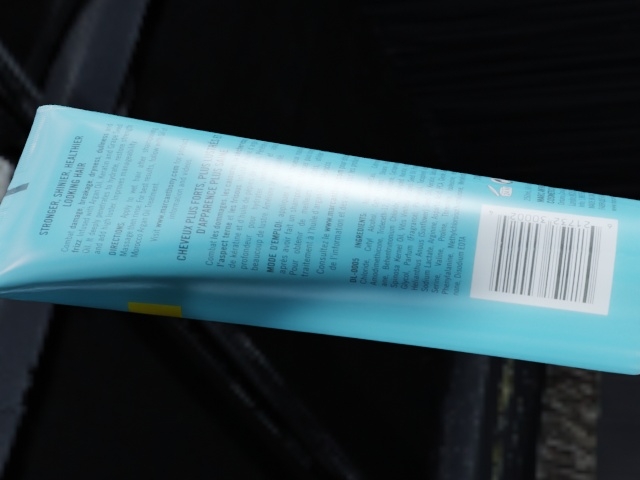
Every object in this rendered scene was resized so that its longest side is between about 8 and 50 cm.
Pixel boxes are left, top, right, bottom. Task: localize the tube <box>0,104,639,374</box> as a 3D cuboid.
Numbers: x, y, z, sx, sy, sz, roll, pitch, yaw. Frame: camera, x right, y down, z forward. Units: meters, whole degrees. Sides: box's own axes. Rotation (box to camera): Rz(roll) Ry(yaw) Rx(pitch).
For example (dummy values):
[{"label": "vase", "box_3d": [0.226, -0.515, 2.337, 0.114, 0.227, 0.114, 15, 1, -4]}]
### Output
[{"label": "tube", "box_3d": [0.000, 0.000, 0.479, 0.052, 0.207, 0.080, 94, -172, -45]}]
